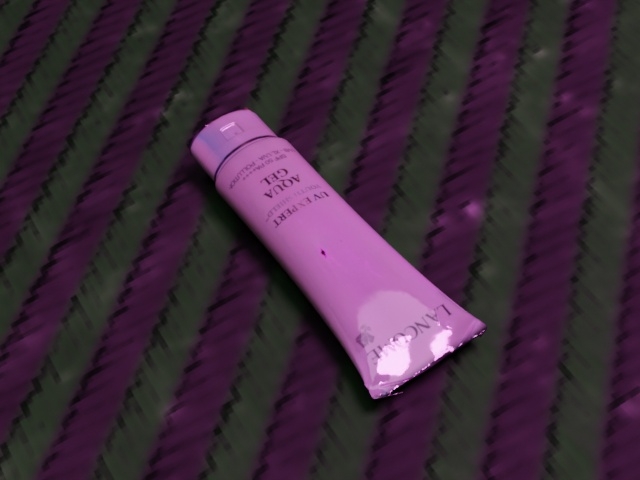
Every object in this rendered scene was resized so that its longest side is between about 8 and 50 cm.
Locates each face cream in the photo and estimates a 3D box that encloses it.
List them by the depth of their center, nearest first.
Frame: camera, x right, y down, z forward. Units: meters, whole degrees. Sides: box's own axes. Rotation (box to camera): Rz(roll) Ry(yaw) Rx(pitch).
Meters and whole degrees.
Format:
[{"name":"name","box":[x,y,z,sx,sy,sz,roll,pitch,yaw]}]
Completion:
[{"name":"face cream","box":[0.000,0.000,0.348,0.038,0.020,0.115,-31,54,-16]}]
